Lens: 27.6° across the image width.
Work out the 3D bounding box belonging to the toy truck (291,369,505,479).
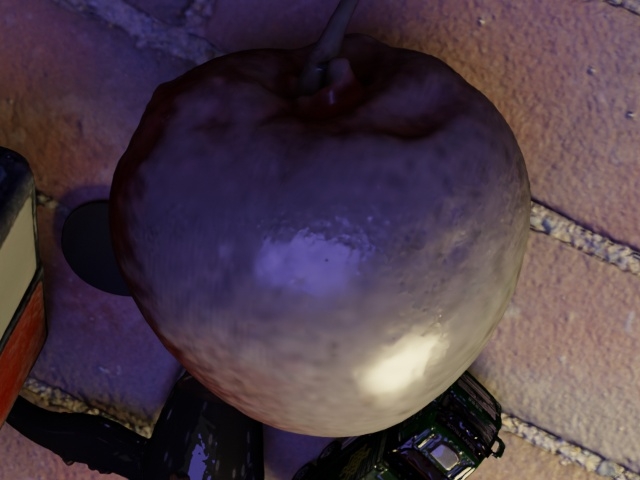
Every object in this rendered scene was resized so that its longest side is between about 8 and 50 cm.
[{"bbox_3d":[0.050,0.224,1.198,0.088,0.121,0.259,43,117,-10],"label":"toy truck"}]

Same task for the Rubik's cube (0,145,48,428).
[{"bbox_3d":[-0.430,0.083,1.075,0.318,0.313,0.316,19,148,3],"label":"Rubik's cube"}]

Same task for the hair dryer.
[{"bbox_3d":[-0.229,0.230,1.275,0.359,0.120,0.303,18,105,17],"label":"hair dryer"}]

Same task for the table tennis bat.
[{"bbox_3d":[-0.165,0.013,1.204,0.158,0.014,0.095,12,116,8],"label":"table tennis bat"}]

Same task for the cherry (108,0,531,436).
[{"bbox_3d":[0.013,-0.001,1.017,0.326,0.291,0.335,-18,119,28],"label":"cherry"}]
